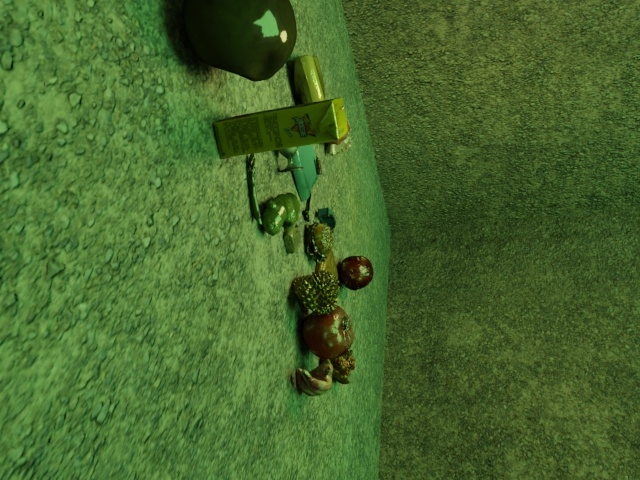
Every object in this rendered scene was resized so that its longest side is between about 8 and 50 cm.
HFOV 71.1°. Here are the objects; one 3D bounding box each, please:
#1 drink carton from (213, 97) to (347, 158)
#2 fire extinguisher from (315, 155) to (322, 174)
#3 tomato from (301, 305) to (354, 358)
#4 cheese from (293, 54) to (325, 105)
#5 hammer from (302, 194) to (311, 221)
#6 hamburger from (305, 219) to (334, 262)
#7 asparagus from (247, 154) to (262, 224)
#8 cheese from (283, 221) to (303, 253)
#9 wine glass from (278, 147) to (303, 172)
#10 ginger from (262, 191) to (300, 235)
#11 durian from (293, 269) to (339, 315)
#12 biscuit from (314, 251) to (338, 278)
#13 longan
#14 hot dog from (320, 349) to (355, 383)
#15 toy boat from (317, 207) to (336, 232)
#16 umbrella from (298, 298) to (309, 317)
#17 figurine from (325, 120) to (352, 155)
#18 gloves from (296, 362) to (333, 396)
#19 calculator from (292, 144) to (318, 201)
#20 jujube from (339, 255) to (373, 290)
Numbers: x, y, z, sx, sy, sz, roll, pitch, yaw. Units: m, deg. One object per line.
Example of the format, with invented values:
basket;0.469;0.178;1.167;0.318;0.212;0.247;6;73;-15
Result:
drink carton;-0.110;-0.319;1.274;0.154;0.351;0.111;-57;140;-65
fire extinguisher;-0.010;-0.337;2.009;0.028;0.022;0.083;38;-38;57
tomato;0.028;0.375;1.823;0.232;0.188;0.232;34;49;-53
cheese;-0.038;-0.675;2.017;0.259;0.128;0.316;-60;144;-66
hammer;-0.054;-0.166;2.003;0.065;0.021;0.178;65;26;-48
hamburger;0.001;0.004;1.979;0.164;0.093;0.190;3;79;-61
asparagus;-0.215;-0.168;1.445;0.034;0.027;0.236;-8;92;-53
cheese;-0.098;-0.025;1.784;0.192;0.037;0.097;-64;147;-61
wine glass;-0.123;-0.369;1.688;0.103;0.103;0.222;-42;127;-70
ginger;-0.134;-0.096;1.604;0.290;0.089;0.137;-35;137;-75
durian;-0.004;0.190;1.759;0.183;0.138;0.250;48;17;-16
biscuit;0.036;0.169;2.166;0.269;0.051;0.376;-62;144;-59
longan;-0.204;-0.567;1.176;0.350;0.288;0.289;-42;126;-59
hot dog;0.095;0.576;2.124;0.349;0.117;0.158;60;30;-55
toy boat;0.034;-0.095;2.182;0.185;0.075;0.077;51;34;-69
umbrella;-0.071;0.258;1.820;0.027;0.025;0.165;-49;134;-37
figurine;0.070;-0.564;2.322;0.207;0.166;0.387;-56;166;-2
gloves;-0.016;0.534;1.711;0.241;0.145;0.126;21;63;-81
calculator;-0.081;-0.381;1.922;0.256;0.054;0.387;-69;148;-56
jujube;0.198;0.179;2.468;0.290;0.197;0.197;21;65;-81
